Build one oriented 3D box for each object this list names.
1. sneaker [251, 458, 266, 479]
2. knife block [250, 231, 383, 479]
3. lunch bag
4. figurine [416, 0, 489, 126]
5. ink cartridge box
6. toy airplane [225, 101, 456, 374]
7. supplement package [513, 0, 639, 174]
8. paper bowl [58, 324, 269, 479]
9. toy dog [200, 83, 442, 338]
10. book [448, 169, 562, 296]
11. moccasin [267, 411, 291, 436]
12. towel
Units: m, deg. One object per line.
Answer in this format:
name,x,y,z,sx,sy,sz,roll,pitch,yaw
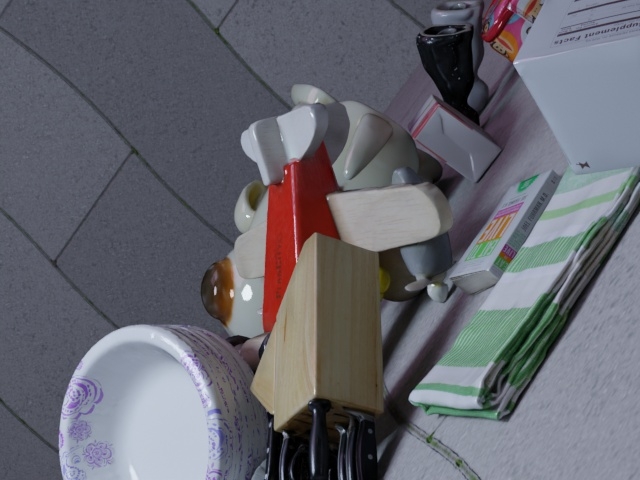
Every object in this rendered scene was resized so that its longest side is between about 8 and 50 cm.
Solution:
sneaker,-0.061,0.326,1.596,0.235,0.090,0.095,-55,-3,-21
knife block,0.018,0.153,1.507,0.242,0.088,0.275,33,103,64
lunch bag,0.372,-0.413,2.156,0.293,0.120,0.258,-54,2,16
figurine,0.228,-0.269,2.275,0.215,0.092,0.209,-62,-35,-60
ink cartridge box,0.196,-0.156,2.063,0.067,0.115,0.198,-54,7,9
toy airplane,0.021,0.005,1.813,0.384,0.272,0.386,-65,34,28
supplement package,0.294,-0.193,1.242,0.134,0.139,0.244,-8,39,39
paper bowl,-0.178,0.245,1.701,0.148,0.284,0.284,5,-50,-52
toy dog,0.000,0.000,2.147,0.408,0.284,0.395,-59,14,-3
book,0.213,-0.009,1.568,0.144,0.035,0.096,-55,10,-20
moccasin,-0.097,0.298,1.828,0.342,0.117,0.138,-59,7,-30
towel,0.209,0.030,1.335,0.325,0.038,0.248,-56,6,-12
